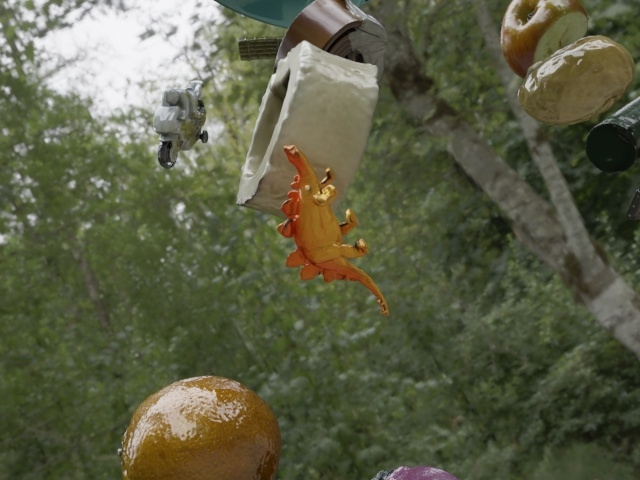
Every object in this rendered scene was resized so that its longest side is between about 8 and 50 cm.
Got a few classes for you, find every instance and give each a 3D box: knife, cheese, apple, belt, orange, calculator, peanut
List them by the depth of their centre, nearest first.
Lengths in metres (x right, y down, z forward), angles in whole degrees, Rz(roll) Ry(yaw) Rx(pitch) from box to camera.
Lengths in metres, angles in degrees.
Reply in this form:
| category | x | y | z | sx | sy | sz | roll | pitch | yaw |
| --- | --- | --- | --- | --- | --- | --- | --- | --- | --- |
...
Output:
| category | x | y | z | sx | sy | sz | roll | pitch | yaw |
| --- | --- | --- | --- | --- | --- | --- | --- | --- | --- |
| peanut | 0.365 | -0.223 | 1.177 | 0.141 | 0.109 | 0.159 | -28 | 4 | -42 |
| orange | -0.199 | 0.348 | 1.366 | 0.264 | 0.264 | 0.264 | -28 | -9 | -5 |
| cheese | -0.029 | -0.174 | 1.440 | 0.153 | 0.292 | 0.332 | 18 | -8 | -16 |
| belt | 0.022 | -0.336 | 1.703 | 0.217 | 0.122 | 0.338 | -24 | -33 | -25 |
| knife | 0.700 | -0.108 | 1.744 | 0.019 | 0.072 | 0.245 | -29 | -31 | -17 |
| apple | 0.473 | -0.443 | 1.777 | 0.173 | 0.160 | 0.195 | 30 | -72 | -38 |
| calculator | -0.065 | -0.601 | 1.904 | 0.387 | 0.054 | 0.256 | 9 | -47 | -16 |

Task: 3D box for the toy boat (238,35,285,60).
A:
| category | x | y | z | sx | sy | sz | roll | pitch | yaw |
| --- | --- | --- | --- | --- | --- | --- | --- | --- | --- |
| toy boat | -0.129 | -0.440 | 1.907 | 0.115 | 0.016 | 0.063 | -2 | -37 | 1 |

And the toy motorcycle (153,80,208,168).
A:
| category | x | y | z | sx | sy | sz | roll | pitch | yaw |
| --- | --- | --- | --- | --- | --- | --- | --- | --- | --- |
| toy motorcycle | -0.289 | -0.255 | 1.707 | 0.074 | 0.151 | 0.228 | 5 | 40 | 17 |

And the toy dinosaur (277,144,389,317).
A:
| category | x | y | z | sx | sy | sz | roll | pitch | yaw |
| --- | --- | --- | --- | --- | --- | --- | --- | --- | --- |
| toy dinosaur | 0.000 | 0.000 | 1.178 | 0.117 | 0.288 | 0.070 | -23 | 17 | 8 |

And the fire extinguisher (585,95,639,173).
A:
| category | x | y | z | sx | sy | sz | roll | pitch | yaw |
| --- | --- | --- | --- | --- | --- | --- | --- | --- | --- |
| fire extinguisher | 0.601 | -0.218 | 1.484 | 0.114 | 0.095 | 0.311 | 15 | 37 | 43 |

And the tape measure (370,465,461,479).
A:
| category | x | y | z | sx | sy | sz | roll | pitch | yaw |
| --- | --- | --- | --- | --- | --- | --- | --- | --- | --- |
| tape measure | 0.177 | 0.508 | 1.400 | 0.232 | 0.245 | 0.149 | 11 | 31 | 43 |
